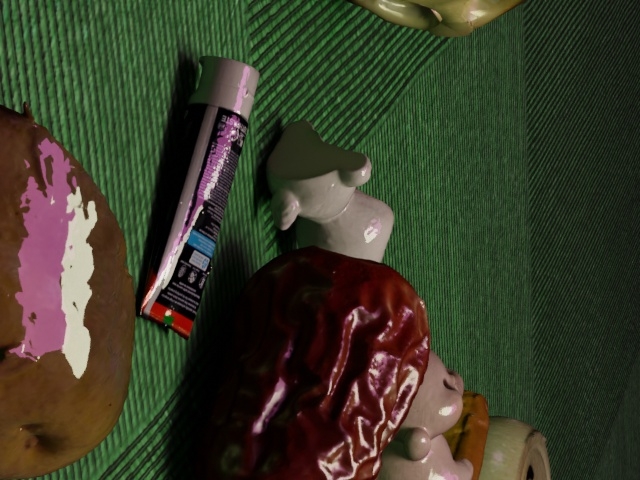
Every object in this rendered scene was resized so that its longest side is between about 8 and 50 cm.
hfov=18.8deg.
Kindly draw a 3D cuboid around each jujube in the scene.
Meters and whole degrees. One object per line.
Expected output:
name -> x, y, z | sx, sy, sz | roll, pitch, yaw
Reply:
jujube -> -0.010, 0.114, 1.426 | 0.155, 0.155, 0.230 | 70, 37, -51

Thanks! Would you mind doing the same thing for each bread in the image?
bread -> 0.112, 0.248, 1.928 | 0.245, 0.094, 0.102 | -68, 160, -47

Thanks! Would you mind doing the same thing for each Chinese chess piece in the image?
Chinese chess piece -> 0.195, 0.324, 2.190 | 0.250, 0.101, 0.250 | 2, 90, -73

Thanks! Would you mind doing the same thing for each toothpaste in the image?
toothpaste -> -0.086, -0.032, 1.332 | 0.071, 0.045, 0.193 | 32, 68, -61

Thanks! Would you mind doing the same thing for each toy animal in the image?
toy animal -> 0.087, 0.140, 1.786 | 0.124, 0.124, 0.212 | -46, 140, -64
toy animal -> 0.000, 0.000, 1.569 | 0.127, 0.131, 0.181 | -40, 132, -23

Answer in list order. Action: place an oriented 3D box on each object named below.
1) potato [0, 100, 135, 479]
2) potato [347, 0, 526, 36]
potato -> -0.163, 0.043, 1.009 | 0.243, 0.098, 0.138 | 69, 31, -50
potato -> 0.094, -0.323, 1.593 | 0.285, 0.242, 0.242 | 50, 46, -60
